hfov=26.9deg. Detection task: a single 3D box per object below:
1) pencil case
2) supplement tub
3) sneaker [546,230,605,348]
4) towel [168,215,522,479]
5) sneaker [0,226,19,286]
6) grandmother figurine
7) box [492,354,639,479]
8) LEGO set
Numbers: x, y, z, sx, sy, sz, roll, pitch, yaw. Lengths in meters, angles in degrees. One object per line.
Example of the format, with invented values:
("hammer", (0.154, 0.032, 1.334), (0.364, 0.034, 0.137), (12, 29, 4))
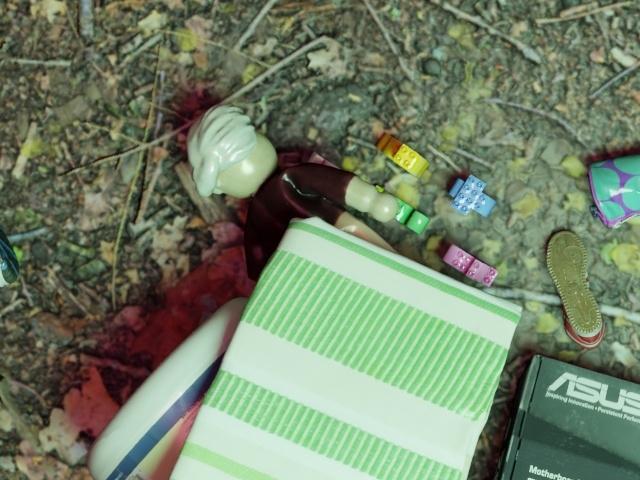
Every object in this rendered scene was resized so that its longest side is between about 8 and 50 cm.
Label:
("pencil case", (0.341, -0.055, 1.318), (0.151, 0.064, 0.070), (-11, 74, 7))
("supplement tub", (-0.035, 0.239, 1.280), (0.325, 0.235, 0.235), (43, 95, 3))
("sneaker", (0.257, 0.053, 1.347), (0.042, 0.067, 0.119), (-14, 60, 9))
("towel", (0.023, 0.156, 1.179), (0.247, 0.038, 0.325), (24, 67, -4))
("sneaker", (-0.397, -0.036, 1.391), (0.081, 0.080, 0.211), (-28, 87, 3))
("grandmother figurine", (0.000, 0.000, 1.326), (0.342, 0.104, 0.208), (43, 120, -2))
("box", (0.343, 0.316, 1.252), (0.394, 0.097, 0.318), (17, 65, 5))
("LEGO set", (0.095, -0.049, 1.330), (0.227, 0.093, 0.087), (32, 94, 5))
